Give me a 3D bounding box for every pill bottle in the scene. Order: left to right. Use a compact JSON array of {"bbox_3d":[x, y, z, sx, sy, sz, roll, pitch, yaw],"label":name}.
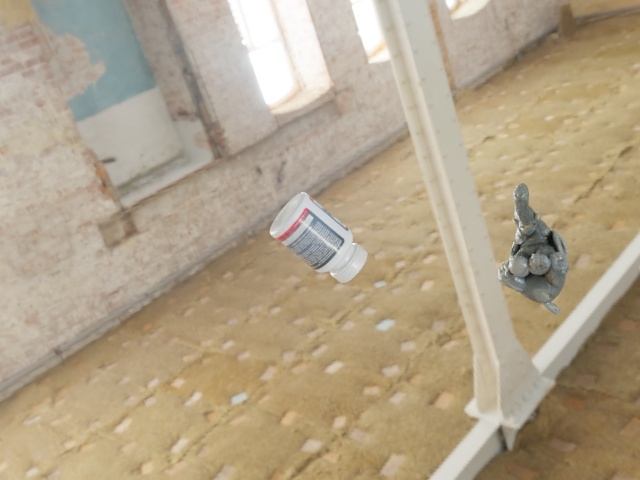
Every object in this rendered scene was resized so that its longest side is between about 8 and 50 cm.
[{"bbox_3d":[0.000,0.000,1.422,0.108,0.180,0.108,-46,-164,17],"label":"pill bottle"}]

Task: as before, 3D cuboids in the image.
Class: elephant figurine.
[{"bbox_3d":[0.516,0.015,1.720,0.169,0.186,0.239,15,-136,1],"label":"elephant figurine"}]
